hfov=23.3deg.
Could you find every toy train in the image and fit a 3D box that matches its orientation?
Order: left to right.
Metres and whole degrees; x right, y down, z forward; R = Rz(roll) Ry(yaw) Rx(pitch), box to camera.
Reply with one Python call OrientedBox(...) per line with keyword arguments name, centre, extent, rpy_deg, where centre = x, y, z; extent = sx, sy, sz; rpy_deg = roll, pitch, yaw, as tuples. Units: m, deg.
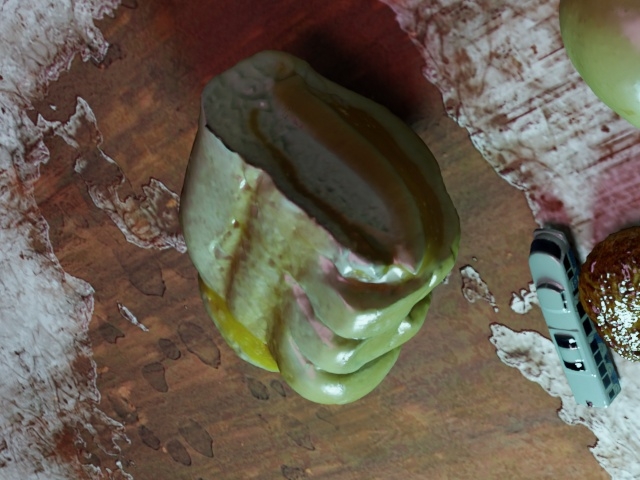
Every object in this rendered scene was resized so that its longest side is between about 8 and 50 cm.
OrientedBox(name="toy train", centre=(0.254, 0.079, 1.576), extent=(0.043, 0.047, 0.207), rpy_deg=(5, 128, 42))

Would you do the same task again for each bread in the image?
OrientedBox(name="bread", centre=(0.000, 0.000, 1.630), extent=(0.300, 0.210, 0.341), rpy_deg=(46, 146, 23))
OrientedBox(name="bread", centre=(0.328, 0.065, 1.472), extent=(0.193, 0.064, 0.193), rpy_deg=(28, 143, 23))

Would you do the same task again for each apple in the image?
OrientedBox(name="apple", centre=(0.275, -0.179, 1.196), extent=(0.200, 0.200, 0.200), rpy_deg=(27, 140, 26))
